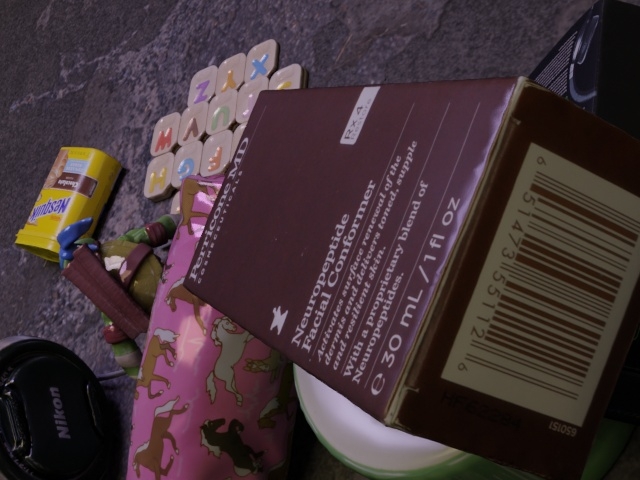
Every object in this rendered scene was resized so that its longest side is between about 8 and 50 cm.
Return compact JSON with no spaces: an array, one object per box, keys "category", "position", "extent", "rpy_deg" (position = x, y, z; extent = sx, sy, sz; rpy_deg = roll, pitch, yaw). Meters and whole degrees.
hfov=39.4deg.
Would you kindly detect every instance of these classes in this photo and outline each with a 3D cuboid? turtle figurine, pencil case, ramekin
[{"category":"turtle figurine","position":[-0.172,0.075,1.098],"extent":[0.266,0.275,0.198],"rpy_deg":[21,55,24]},{"category":"pencil case","position":[-0.088,0.120,0.900],"extent":[0.160,0.167,0.386],"rpy_deg":[9,89,24]},{"category":"ramekin","position":[0.119,0.093,0.802],"extent":[0.303,0.148,0.304],"rpy_deg":[-20,55,32]}]

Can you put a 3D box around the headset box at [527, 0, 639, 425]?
[{"category":"headset box","position":[0.270,0.008,0.640],"extent":[0.131,0.246,0.283],"rpy_deg":[124,159,-68]}]

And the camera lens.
[{"category":"camera lens","position":[-0.416,0.257,1.119],"extent":[0.274,0.219,0.219],"rpy_deg":[-26,52,27]}]

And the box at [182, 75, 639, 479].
[{"category":"box","position":[0.043,0.000,0.623],"extent":[0.381,0.143,0.191],"rpy_deg":[16,84,66]}]

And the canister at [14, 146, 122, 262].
[{"category":"canister","position":[-0.384,-0.055,1.371],"extent":[0.126,0.073,0.170],"rpy_deg":[6,70,42]}]

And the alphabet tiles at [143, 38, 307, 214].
[{"category":"alphabet tiles","position":[-0.138,-0.148,1.248],"extent":[0.284,0.021,0.278],"rpy_deg":[-15,58,34]}]
